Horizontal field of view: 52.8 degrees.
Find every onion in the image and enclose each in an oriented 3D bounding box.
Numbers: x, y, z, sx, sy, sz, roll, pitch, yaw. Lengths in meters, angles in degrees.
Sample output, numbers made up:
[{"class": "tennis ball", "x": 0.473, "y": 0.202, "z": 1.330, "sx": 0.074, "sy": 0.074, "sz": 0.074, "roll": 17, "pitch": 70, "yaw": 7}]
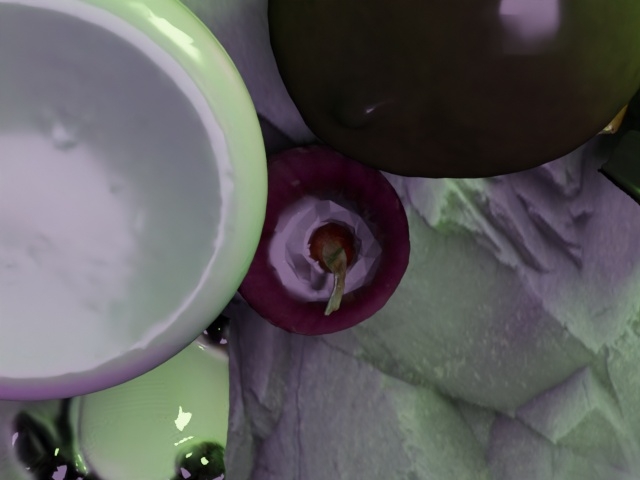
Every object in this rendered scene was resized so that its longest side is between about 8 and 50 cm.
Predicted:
[{"class": "onion", "x": -0.003, "y": -0.002, "z": 0.596, "sx": 0.177, "sy": 0.153, "sz": 0.177, "roll": 5, "pitch": 69, "yaw": -13}]

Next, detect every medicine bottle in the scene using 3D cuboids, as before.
[{"class": "medicine bottle", "x": -0.176, "y": -0.065, "z": 0.438, "sx": 0.241, "sy": 0.302, "sz": 0.241, "roll": -6, "pitch": 111, "yaw": -14}]

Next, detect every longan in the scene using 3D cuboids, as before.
[{"class": "longan", "x": 0.103, "y": -0.185, "z": 0.493, "sx": 0.297, "sy": 0.297, "sz": 0.297, "roll": -5, "pitch": 111, "yaw": -14}]

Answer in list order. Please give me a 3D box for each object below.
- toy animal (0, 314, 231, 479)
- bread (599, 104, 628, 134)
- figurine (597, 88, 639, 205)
[{"class": "toy animal", "x": -0.236, "y": 0.169, "z": 0.548, "sx": 0.310, "sy": 0.251, "sz": 0.251, "roll": 6, "pitch": 108, "yaw": -10}, {"class": "bread", "x": 0.261, "y": -0.146, "z": 0.658, "sx": 0.083, "sy": 0.076, "sz": 0.070, "roll": 12, "pitch": 94, "yaw": -19}, {"class": "figurine", "x": 0.395, "y": -0.167, "z": 0.631, "sx": 0.143, "sy": 0.308, "sz": 0.308, "roll": 23, "pitch": 106, "yaw": 20}]
